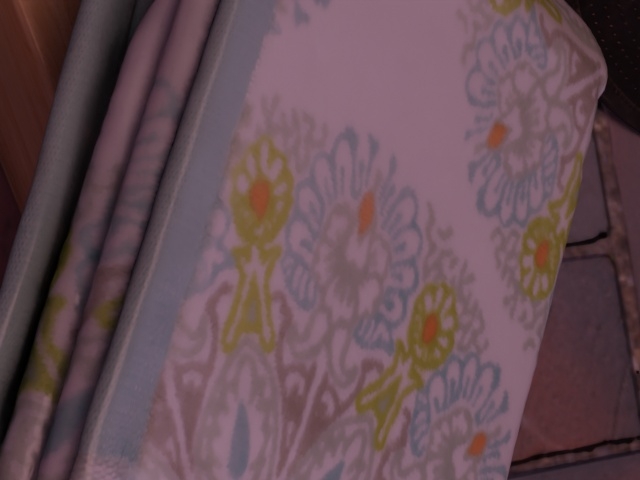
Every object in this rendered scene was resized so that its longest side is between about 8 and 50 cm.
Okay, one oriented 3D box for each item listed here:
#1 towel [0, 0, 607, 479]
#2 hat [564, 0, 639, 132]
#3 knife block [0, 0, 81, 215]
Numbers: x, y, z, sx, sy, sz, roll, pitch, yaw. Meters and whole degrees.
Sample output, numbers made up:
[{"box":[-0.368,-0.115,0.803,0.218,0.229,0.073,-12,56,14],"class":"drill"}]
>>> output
[{"box":[0.000,0.000,0.867,0.320,0.090,0.374,37,65,-51],"class":"towel"},{"box":[0.285,-0.196,1.075,0.331,0.331,0.134,23,32,-24],"class":"hat"},{"box":[-0.148,-0.153,0.877,0.242,0.088,0.276,27,70,-22],"class":"knife block"}]
